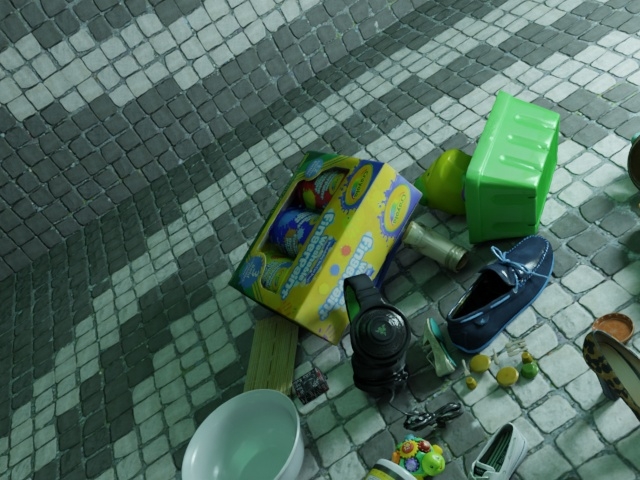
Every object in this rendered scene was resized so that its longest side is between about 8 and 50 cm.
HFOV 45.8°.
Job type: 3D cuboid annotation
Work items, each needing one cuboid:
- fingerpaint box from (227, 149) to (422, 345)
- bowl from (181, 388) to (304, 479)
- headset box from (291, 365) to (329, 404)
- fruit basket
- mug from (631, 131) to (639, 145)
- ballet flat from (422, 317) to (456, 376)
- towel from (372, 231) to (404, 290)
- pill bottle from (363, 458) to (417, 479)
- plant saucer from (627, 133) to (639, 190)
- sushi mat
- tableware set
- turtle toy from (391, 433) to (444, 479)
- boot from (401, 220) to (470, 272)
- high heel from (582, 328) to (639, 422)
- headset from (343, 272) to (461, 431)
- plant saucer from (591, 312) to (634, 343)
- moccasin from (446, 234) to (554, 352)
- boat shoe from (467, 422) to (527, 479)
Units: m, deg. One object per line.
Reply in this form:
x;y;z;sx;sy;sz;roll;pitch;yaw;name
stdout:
0.000;0.000;1.978;0.371;0.163;0.445;20;77;55;fingerpaint box
-0.147;0.486;1.665;0.297;0.134;0.298;-21;36;16;bowl
-0.020;0.348;1.828;0.083;0.032;0.062;-32;34;-1;headset box
0.409;-0.181;1.970;0.391;0.283;0.392;-7;45;8;fruit basket
0.841;-0.237;1.799;0.129;0.097;0.157;-39;30;-20;mug
0.257;0.241;1.718;0.052;0.057;0.168;-36;32;13;ballet flat
0.072;0.055;2.043;0.336;0.040;0.243;12;74;55;towel
0.099;0.529;1.422;0.119;0.119;0.208;13;54;47;pill bottle
0.775;-0.179;1.740;0.029;0.169;0.168;-6;16;-37;plant saucer
-0.126;0.306;1.979;0.151;0.019;0.317;-20;35;20;sushi mat
0.379;0.274;1.606;0.154;0.024;0.104;-22;38;14;tableware set
0.196;0.434;1.510;0.130;0.066;0.095;13;54;47;turtle toy
0.298;0.019;1.930;0.165;0.213;0.077;29;94;14;boot
0.577;0.253;1.317;0.093;0.186;0.261;-45;35;-17;high heel
0.157;0.242;1.668;0.185;0.243;0.394;-14;48;-7;headset
0.598;0.183;1.547;0.083;0.013;0.083;-22;35;17;plant saucer
0.413;0.103;1.706;0.137;0.117;0.342;14;55;48;moccasin
0.305;0.437;1.407;0.083;0.076;0.226;6;49;44;boat shoe
